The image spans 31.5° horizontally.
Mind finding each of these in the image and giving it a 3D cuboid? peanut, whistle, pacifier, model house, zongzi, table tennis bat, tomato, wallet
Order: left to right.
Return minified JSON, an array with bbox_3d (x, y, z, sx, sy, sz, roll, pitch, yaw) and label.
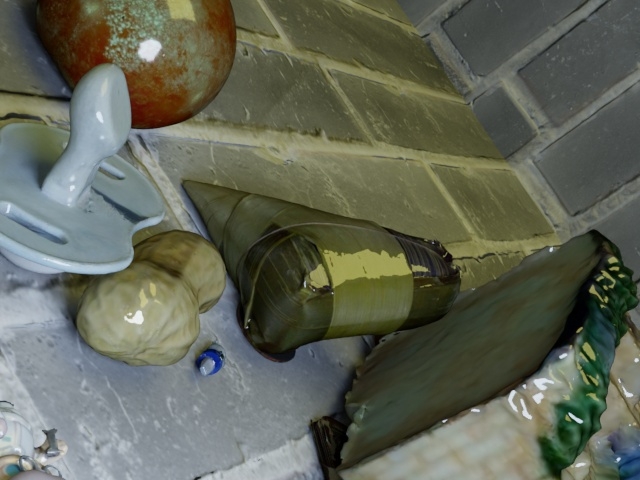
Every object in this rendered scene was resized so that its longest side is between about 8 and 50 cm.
[{"bbox_3d":[-0.255,-0.087,1.143,0.227,0.207,0.279,32,24,-6],"label":"pacifier"},{"bbox_3d":[-0.228,-0.284,1.482,0.270,0.222,0.270,41,22,-21],"label":"tomato"},{"bbox_3d":[-0.168,0.061,1.216,0.125,0.111,0.274,56,21,-6],"label":"peanut"},{"bbox_3d":[-0.124,0.139,1.302,0.083,0.029,0.033,-50,118,-76],"label":"whistle"},{"bbox_3d":[-0.056,0.119,1.493,0.158,0.014,0.095,10,45,-58],"label":"table tennis bat"},{"bbox_3d":[0.000,0.000,1.512,0.289,0.154,0.317,-2,41,-36],"label":"zongzi"},{"bbox_3d":[0.054,0.323,1.378,0.122,0.031,0.232,34,29,-45],"label":"wallet"},{"bbox_3d":[0.280,0.279,1.405,0.400,0.395,0.445,59,19,-8],"label":"model house"}]

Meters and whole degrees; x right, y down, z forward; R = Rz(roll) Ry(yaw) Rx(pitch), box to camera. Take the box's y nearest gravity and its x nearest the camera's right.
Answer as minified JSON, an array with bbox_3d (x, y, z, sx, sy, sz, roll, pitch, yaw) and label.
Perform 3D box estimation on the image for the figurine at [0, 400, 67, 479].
[{"bbox_3d":[-0.237,0.202,0.863,0.137,0.112,0.229,42,9,-46],"label":"figurine"}]

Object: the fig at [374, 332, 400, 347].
[{"bbox_3d":[0.188,0.210,1.716,0.274,0.145,0.170,66,21,-4],"label":"fig"}]
